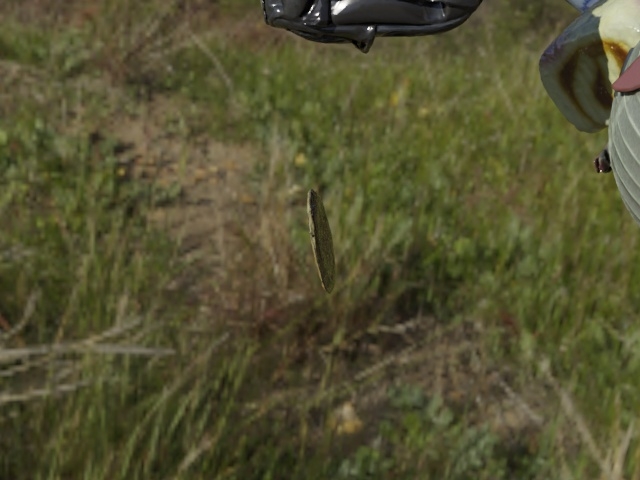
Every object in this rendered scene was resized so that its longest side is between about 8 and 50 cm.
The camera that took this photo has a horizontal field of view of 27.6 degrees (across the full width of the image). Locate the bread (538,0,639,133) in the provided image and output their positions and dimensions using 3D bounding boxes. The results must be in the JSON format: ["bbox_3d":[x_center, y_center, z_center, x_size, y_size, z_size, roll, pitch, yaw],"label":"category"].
[{"bbox_3d":[0.436,-0.266,1.620,0.338,0.155,0.187,-34,11,-34],"label":"bread"}]

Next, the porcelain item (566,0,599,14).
[{"bbox_3d":[0.471,-0.369,2.019,0.259,0.141,0.141,23,26,-19],"label":"porcelain item"}]

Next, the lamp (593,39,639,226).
[{"bbox_3d":[0.342,-0.097,1.021,0.233,0.233,0.265,28,60,31],"label":"lamp"}]

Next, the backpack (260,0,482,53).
[{"bbox_3d":[0.058,-0.299,1.362,0.258,0.206,0.133,3,11,3],"label":"backpack"}]

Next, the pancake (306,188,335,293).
[{"bbox_3d":[0.001,0.000,1.361,0.011,0.115,0.115,-11,30,8],"label":"pancake"}]
